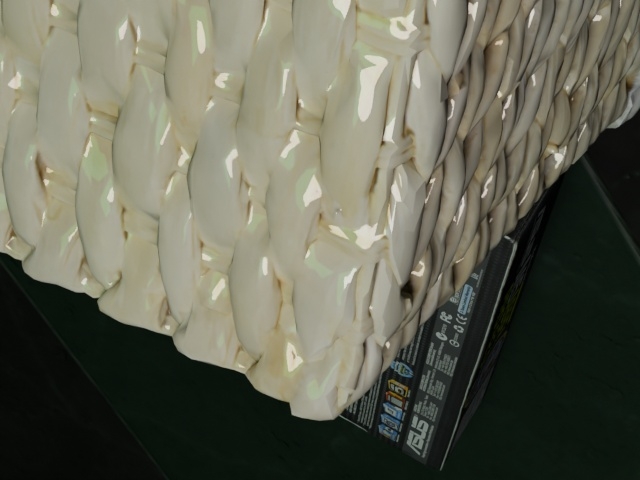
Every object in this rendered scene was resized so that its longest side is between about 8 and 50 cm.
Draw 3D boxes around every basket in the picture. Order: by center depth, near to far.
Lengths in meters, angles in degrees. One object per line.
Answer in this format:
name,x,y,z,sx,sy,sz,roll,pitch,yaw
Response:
basket,-0.037,-0.180,0.456,0.328,0.266,0.331,25,131,18

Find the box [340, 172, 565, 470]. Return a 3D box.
box,0.000,0.000,0.739,0.216,0.060,0.270,28,151,14
